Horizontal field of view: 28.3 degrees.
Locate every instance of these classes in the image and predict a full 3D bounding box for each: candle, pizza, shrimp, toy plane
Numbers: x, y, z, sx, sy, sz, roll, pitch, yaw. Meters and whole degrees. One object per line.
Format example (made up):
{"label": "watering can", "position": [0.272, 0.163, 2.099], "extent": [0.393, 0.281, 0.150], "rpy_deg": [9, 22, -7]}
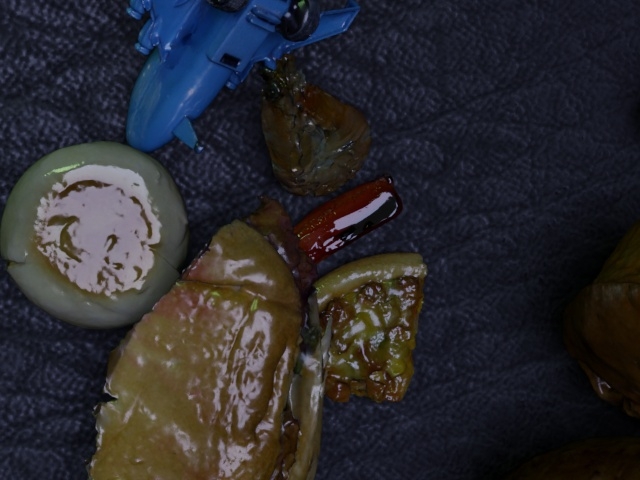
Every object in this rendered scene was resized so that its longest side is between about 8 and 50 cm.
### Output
{"label": "candle", "position": [0.000, 0.000, 1.104], "extent": [0.162, 0.053, 0.048], "rpy_deg": [-32, 140, -3]}
{"label": "pizza", "position": [0.039, 0.085, 1.111], "extent": [0.175, 0.046, 0.134], "rpy_deg": [-43, 100, -7]}
{"label": "shrimp", "position": [-0.011, -0.096, 1.045], "extent": [0.091, 0.184, 0.043], "rpy_deg": [-28, 56, 3]}
{"label": "toy plane", "position": [-0.076, -0.179, 1.027], "extent": [0.254, 0.105, 0.271], "rpy_deg": [16, 109, -47]}

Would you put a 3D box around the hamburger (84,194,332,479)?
{"label": "hamburger", "position": [-0.086, 0.138, 1.018], "extent": [0.282, 0.155, 0.245], "rpy_deg": [-35, 86, 8]}

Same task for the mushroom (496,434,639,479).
{"label": "mushroom", "position": [0.287, 0.318, 1.085], "extent": [0.356, 0.331, 0.334], "rpy_deg": [-21, 55, -43]}

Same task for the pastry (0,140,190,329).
{"label": "pastry", "position": [-0.181, -0.005, 1.038], "extent": [0.156, 0.092, 0.156], "rpy_deg": [0, 90, -11]}

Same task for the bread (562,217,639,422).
{"label": "bread", "position": [0.353, 0.092, 1.059], "extent": [0.312, 0.312, 0.172], "rpy_deg": [34, 73, -12]}
